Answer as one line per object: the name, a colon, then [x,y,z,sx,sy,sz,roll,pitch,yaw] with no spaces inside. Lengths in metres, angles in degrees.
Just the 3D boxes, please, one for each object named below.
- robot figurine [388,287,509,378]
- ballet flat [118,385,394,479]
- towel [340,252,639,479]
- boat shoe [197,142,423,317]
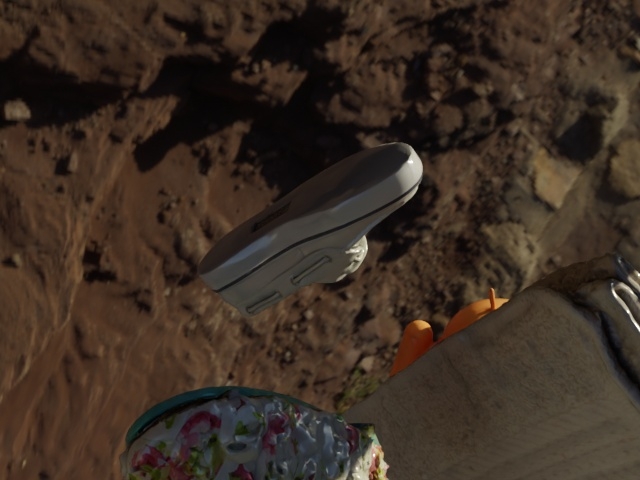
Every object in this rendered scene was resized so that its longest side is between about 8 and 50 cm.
robot figurine: [0.154,0.146,1.016,0.128,0.219,0.158,-3,40,-34]
ballet flat: [0.002,0.125,0.443,0.091,0.241,0.077,-31,60,6]
towel: [0.116,0.132,0.586,0.049,0.282,0.187,-30,80,-33]
boat shoe: [0.000,0.000,1.053,0.088,0.267,0.096,48,30,-20]
